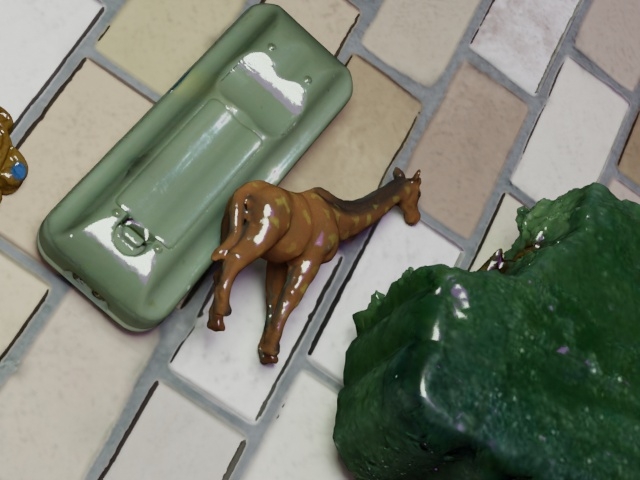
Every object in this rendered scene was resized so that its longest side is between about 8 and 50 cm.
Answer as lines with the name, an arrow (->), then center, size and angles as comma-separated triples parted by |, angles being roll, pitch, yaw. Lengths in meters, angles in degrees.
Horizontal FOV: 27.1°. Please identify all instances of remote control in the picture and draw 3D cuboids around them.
remote control -> -0.096, -0.075, 1.138 | 0.128, 0.065, 0.335 | 40, 57, -4

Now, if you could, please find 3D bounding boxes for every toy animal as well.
toy animal -> 0.000, 0.000, 1.139 | 0.224, 0.066, 0.230 | 40, 64, -43

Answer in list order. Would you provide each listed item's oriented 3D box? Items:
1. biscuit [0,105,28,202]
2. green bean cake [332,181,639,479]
biscuit -> -0.313, -0.097, 1.062 | 0.175, 0.026, 0.124 | 42, 57, -5
green bean cake -> 0.183, 0.098, 1.145 | 0.300, 0.169, 0.308 | 27, 58, -16
